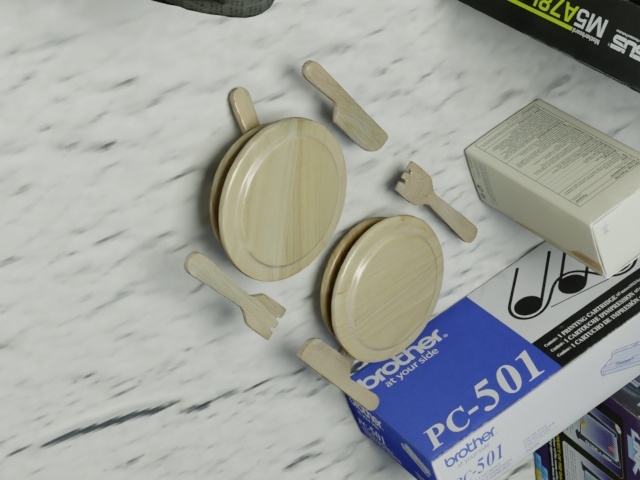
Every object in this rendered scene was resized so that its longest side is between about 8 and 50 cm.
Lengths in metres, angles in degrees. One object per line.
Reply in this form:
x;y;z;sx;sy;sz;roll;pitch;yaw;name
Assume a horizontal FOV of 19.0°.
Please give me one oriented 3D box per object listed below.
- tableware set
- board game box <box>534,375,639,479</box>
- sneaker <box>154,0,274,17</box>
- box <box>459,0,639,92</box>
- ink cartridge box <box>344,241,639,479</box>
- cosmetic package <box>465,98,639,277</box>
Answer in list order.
0.000;0.000;1.033;0.194;0.039;0.128;42;76;-46;tableware set
0.187;0.143;1.167;0.048;0.141;0.170;-23;125;-22;board game box
-0.047;-0.168;0.741;0.483;0.185;0.202;-22;142;-54;sneaker
0.184;-0.101;1.007;0.190;0.184;0.045;12;108;-39;box
0.124;0.062;1.109;0.207;0.097;0.046;-34;128;-15;ink cartridge box
0.139;-0.030;1.059;0.060;0.115;0.041;-33;128;-15;cosmetic package
